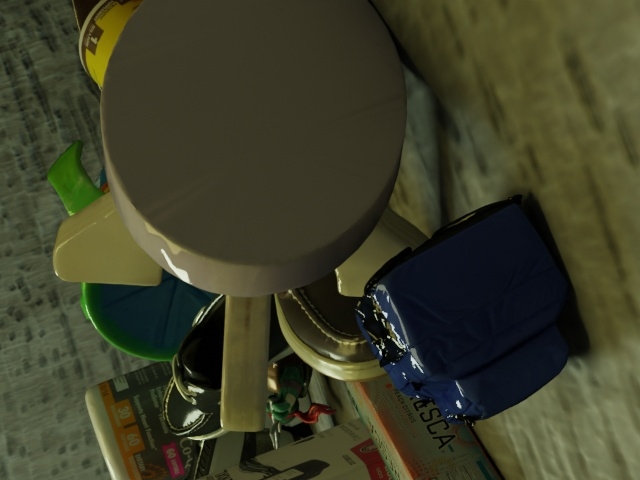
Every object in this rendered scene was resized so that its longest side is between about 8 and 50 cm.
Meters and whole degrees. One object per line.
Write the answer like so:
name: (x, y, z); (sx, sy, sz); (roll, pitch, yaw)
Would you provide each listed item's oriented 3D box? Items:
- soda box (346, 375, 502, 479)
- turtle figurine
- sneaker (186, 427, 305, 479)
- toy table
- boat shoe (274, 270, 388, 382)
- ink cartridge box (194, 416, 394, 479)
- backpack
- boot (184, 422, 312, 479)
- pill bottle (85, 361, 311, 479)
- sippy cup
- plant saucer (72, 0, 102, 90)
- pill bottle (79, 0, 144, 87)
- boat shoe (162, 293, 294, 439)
soda box: (0.076, 0.149, 0.942); (0.183, 0.058, 0.063); (-120, 14, -46)
turtle figurine: (-0.062, 0.132, 1.450); (0.175, 0.118, 0.234); (10, 106, 49)
sneaker: (-0.065, 0.452, 1.526); (0.169, 0.258, 0.447); (-153, 77, -80)
toy table: (-0.040, -0.033, 0.775); (0.160, 0.252, 0.274); (96, -172, -45)
boat shoe: (0.000, 0.000, 0.950); (0.285, 0.103, 0.092); (-115, 5, -58)
ink cartridge box: (-0.024, 0.254, 1.147); (0.172, 0.237, 0.100); (-174, 65, -78)
backpack: (0.071, 0.046, 0.672); (0.120, 0.098, 0.101); (130, 116, -77)
boot: (-0.088, 0.351, 1.740); (0.246, 0.207, 0.094); (-121, 16, -45)
pill bottle: (-0.163, 0.228, 1.698); (0.162, 0.279, 0.162); (160, 90, -80)
sippy cup: (-0.195, -0.004, 1.584); (0.224, 0.240, 0.305); (-118, 16, -56)
plant saucer: (-0.233, -0.280, 1.544); (0.310, 0.050, 0.310); (-12, -90, -81)
pill bottle: (-0.146, -0.165, 1.271); (0.215, 0.117, 0.117); (40, 152, 38)
boat shoe: (-0.109, 0.123, 1.352); (0.302, 0.091, 0.114); (-53, 55, 37)
